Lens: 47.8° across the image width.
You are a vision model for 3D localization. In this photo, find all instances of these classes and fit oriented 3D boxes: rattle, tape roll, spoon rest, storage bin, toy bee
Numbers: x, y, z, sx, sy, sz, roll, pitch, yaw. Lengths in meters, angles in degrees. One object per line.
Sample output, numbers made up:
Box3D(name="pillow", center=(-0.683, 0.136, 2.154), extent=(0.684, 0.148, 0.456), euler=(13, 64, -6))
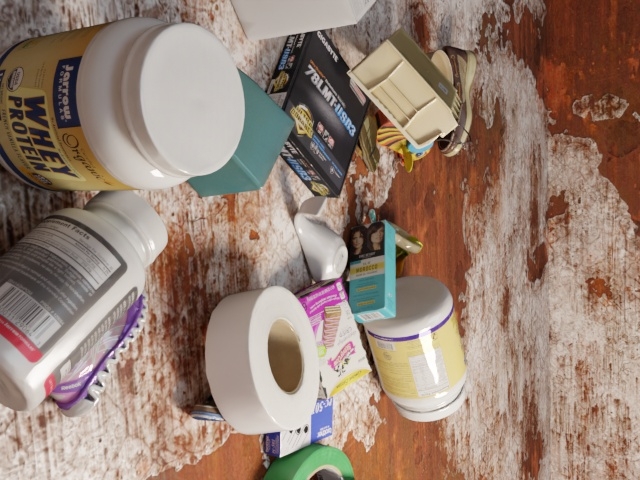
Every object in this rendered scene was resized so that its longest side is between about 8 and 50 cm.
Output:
Box3D(name="rattle", center=(0.168, 0.011, 1.938), extent=(0.200, 0.143, 0.130), euler=(15, 40, -51))
Box3D(name="tape roll", center=(-0.107, 0.235, 1.426), extent=(0.286, 0.100, 0.286), euler=(43, 40, -51))
Box3D(name="spoon rest", center=(0.000, 0.000, 1.677), extent=(0.137, 0.084, 0.276), euler=(-63, 152, -31))
Box3D(name="storage bin", center=(0.218, -0.373, 1.758), extent=(0.260, 0.123, 0.262), euler=(47, 24, -8))
Box3D(name="toy bee", center=(0.244, -0.260, 1.967), extent=(0.298, 0.162, 0.195), euler=(27, 48, -21))
Box3D(name="tape roll", center=(-0.032, 0.625, 1.642), extent=(0.321, 0.077, 0.321), euler=(-5, 97, -57))

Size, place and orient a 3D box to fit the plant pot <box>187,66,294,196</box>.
Box3D(name="plant pot", center=(-0.198, -0.218, 1.279), extent=(0.234, 0.166, 0.165), euler=(48, 53, -38))

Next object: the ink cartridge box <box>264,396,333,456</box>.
Box3D(name="ink cartridge box", center=(-0.046, 0.415, 1.636), extent=(0.207, 0.046, 0.097), euler=(0, 92, -56))

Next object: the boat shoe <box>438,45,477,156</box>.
Box3D(name="boat shoe", center=(0.391, -0.432, 2.219), extent=(0.123, 0.123, 0.341), euler=(12, 87, -26))

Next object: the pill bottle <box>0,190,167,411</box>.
Box3D(name="pill bottle", center=(-0.362, 0.066, 1.017), extent=(0.318, 0.176, 0.176), euler=(-53, 133, -38))

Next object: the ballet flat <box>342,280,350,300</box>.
Box3D(name="ballet flat", center=(0.032, 0.208, 1.747), extent=(0.084, 0.058, 0.249), euler=(38, 53, -31))

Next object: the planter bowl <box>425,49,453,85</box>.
Box3D(name="planter bowl", center=(0.295, -0.454, 2.054), extent=(0.162, 0.109, 0.162), euler=(-6, 97, -56))

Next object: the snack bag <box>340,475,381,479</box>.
Box3D(name="snack bag", center=(0.040, 0.710, 1.653), extent=(0.343, 0.037, 0.322), euler=(29, 68, -53))

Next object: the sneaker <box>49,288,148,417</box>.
Box3D(name="sneaker", center=(-0.358, 0.149, 1.120), extent=(0.104, 0.095, 0.236), euler=(47, 54, -37))

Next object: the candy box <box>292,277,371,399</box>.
Box3D(name="candy box", center=(0.009, 0.219, 1.623), extent=(0.159, 0.071, 0.233), euler=(-24, 98, -43))

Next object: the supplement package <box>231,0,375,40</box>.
Box3D(name="supplement package", center=(-0.044, -0.525, 1.399), extent=(0.145, 0.262, 0.204), euler=(-56, 135, -38))

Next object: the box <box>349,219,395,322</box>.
Box3D(name="box", center=(0.129, 0.075, 1.786), extent=(0.060, 0.101, 0.244), euler=(41, 43, -48))

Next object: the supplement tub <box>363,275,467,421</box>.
Box3D(name="supplement tub", center=(0.256, 0.287, 1.912), extent=(0.241, 0.241, 0.331), euler=(-47, 129, -45))

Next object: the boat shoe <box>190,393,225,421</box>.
Box3D(name="boat shoe", center=(-0.190, 0.316, 1.407), extent=(0.183, 0.066, 0.066), euler=(23, 67, -65))

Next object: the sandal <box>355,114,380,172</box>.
Box3D(name="sandal", center=(0.115, -0.245, 1.854), extent=(0.072, 0.049, 0.180), euler=(-59, 152, -28))

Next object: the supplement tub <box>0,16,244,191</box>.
Box3D(name="supplement tub", center=(-0.286, -0.182, 1.000), extent=(0.228, 0.316, 0.228), euler=(-3, 94, -56))

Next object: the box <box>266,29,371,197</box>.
Box3D(name="box", center=(-0.007, -0.294, 1.642), extent=(0.295, 0.073, 0.293), euler=(47, 54, -48))
